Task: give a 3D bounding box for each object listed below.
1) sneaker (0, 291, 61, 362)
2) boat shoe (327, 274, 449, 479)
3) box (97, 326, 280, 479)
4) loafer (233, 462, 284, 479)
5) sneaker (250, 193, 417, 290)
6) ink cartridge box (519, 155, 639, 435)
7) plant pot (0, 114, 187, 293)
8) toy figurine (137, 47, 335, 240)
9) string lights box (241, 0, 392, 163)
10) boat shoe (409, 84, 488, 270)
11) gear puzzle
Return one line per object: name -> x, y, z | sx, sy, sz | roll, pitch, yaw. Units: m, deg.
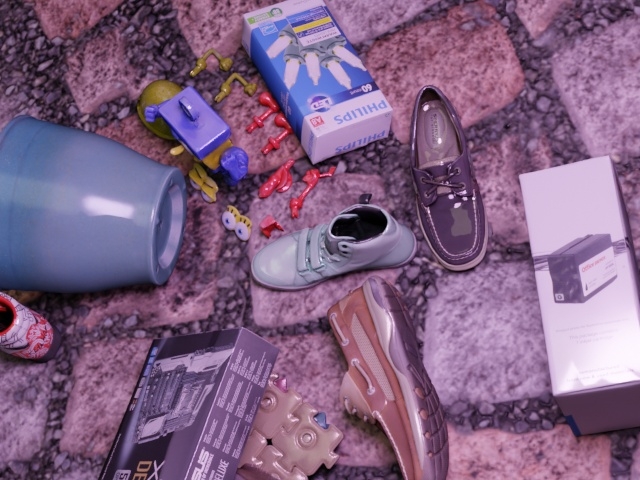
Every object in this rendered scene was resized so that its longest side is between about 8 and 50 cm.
sneaker -> -0.544, 0.110, 2.142 | 0.270, 0.145, 0.090 | 16, 75, 23
boat shoe -> 0.090, 0.209, 1.919 | 0.116, 0.123, 0.324 | -25, 57, 15
box -> -0.198, 0.280, 1.914 | 0.242, 0.076, 0.307 | -12, 52, 53
loafer -> 0.011, 0.415, 1.860 | 0.366, 0.134, 0.130 | 32, 37, 18
sneaker -> 0.000, -0.001, 2.005 | 0.255, 0.151, 0.094 | -11, 68, 15
ink cartridge box -> 0.359, 0.077, 1.815 | 0.129, 0.223, 0.307 | -11, 66, 14
plant pot -> -0.346, -0.040, 2.083 | 0.255, 0.272, 0.272 | 8, 72, 10
toy figurine -> -0.168, -0.192, 2.101 | 0.191, 0.217, 0.362 | -40, 63, -1
string lights box -> -0.008, -0.254, 2.130 | 0.133, 0.077, 0.260 | -21, 61, -17
boat shoe -> 0.178, -0.096, 2.017 | 0.102, 0.092, 0.285 | -12, 66, 13
gear puzzle -> -0.121, 0.359, 1.964 | 0.175, 0.044, 0.339 | 39, 88, 17
